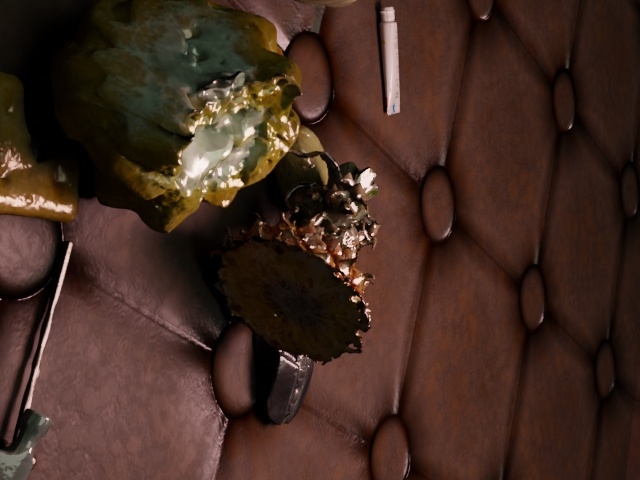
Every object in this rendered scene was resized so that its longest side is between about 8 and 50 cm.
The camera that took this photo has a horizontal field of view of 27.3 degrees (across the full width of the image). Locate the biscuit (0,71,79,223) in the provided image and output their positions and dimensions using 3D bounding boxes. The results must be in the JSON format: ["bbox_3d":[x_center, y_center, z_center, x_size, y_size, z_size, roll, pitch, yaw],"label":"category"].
[{"bbox_3d":[-0.354,-0.107,1.581,0.183,0.039,0.174,14,75,-57],"label":"biscuit"}]

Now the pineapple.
[{"bbox_3d":[0.000,0.000,1.947,0.272,0.262,0.262,-60,137,-41],"label":"pineapple"}]

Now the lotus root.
[{"bbox_3d":[-0.034,-0.117,2.051,0.090,0.077,0.183,-65,144,-45],"label":"lotus root"}]

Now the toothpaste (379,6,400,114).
[{"bbox_3d":[0.125,-0.322,2.357,0.048,0.031,0.190,-24,113,-59],"label":"toothpaste"}]

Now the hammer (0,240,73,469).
[{"bbox_3d":[-0.341,0.136,1.610,0.058,0.029,0.292,40,54,-52],"label":"hammer"}]

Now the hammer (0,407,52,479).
[{"bbox_3d":[-0.412,0.219,1.457,0.226,0.041,0.159,46,66,-41],"label":"hammer"}]

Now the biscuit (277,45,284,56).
[{"bbox_3d":[-0.140,-0.198,1.915,0.320,0.047,0.183,-61,139,-38],"label":"biscuit"}]

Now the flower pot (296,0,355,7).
[{"bbox_3d":[0.030,-0.510,1.985,0.244,0.307,0.307,-42,126,-70],"label":"flower pot"}]

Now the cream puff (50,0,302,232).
[{"bbox_3d":[-0.203,-0.170,1.660,0.323,0.270,0.274,-28,74,-38],"label":"cream puff"}]

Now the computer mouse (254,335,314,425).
[{"bbox_3d":[-0.050,0.189,2.037,0.106,0.062,0.192,1,87,-58],"label":"computer mouse"}]
